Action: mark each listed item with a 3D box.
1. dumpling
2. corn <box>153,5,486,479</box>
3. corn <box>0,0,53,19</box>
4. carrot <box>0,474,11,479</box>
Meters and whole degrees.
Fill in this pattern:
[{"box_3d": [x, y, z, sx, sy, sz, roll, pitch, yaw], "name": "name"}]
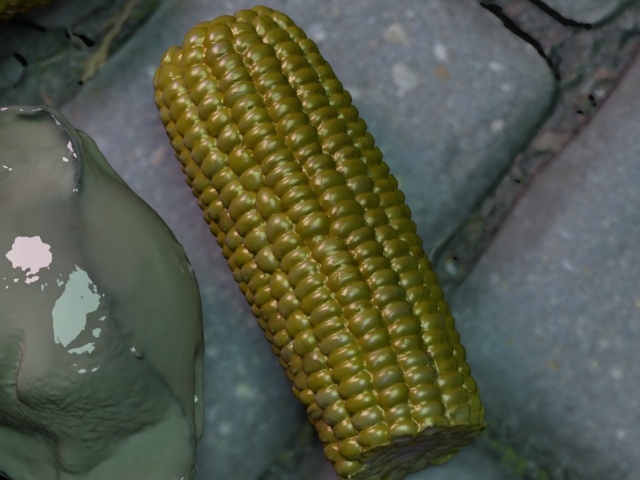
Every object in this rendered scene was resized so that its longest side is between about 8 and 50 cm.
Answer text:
[{"box_3d": [-0.135, 0.041, 0.761, 0.155, 0.111, 0.181, -17, 64, 22], "name": "dumpling"}, {"box_3d": [0.000, 0.000, 0.786, 0.093, 0.093, 0.244, -24, 78, -12], "name": "corn"}, {"box_3d": [-0.238, -0.132, 0.808, 0.260, 0.091, 0.091, -19, 57, -7], "name": "corn"}, {"box_3d": [-0.159, 0.137, 0.742, 0.229, 0.069, 0.069, 28, 72, 3], "name": "carrot"}]
